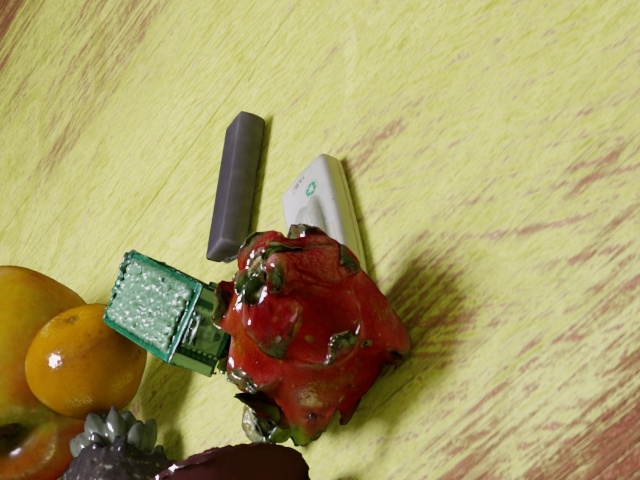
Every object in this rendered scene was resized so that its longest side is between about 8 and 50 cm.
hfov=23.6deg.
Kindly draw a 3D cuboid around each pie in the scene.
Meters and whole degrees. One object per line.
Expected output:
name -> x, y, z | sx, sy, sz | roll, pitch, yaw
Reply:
pie -> -0.064, 0.191, 1.746 | 0.084, 0.021, 0.084 | -32, 50, 48

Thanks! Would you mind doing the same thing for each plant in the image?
plant -> -0.243, 0.302, 1.859 | 0.129, 0.132, 0.194 | -48, 29, 26

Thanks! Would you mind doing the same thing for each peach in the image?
peach -> -0.444, 0.184, 2.108 | 0.308, 0.308, 0.332 | -53, 36, 26

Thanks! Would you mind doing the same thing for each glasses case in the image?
glasses case -> -0.110, -0.069, 1.966 | 0.072, 0.042, 0.191 | -32, 46, 57

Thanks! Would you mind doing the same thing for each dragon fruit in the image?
dragon fruit -> -0.035, 0.109, 1.568 | 0.269, 0.200, 0.198 | -49, 33, 33

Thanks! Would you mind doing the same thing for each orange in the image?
orange -> -0.293, 0.157, 1.935 | 0.159, 0.159, 0.136 | 31, 141, 60

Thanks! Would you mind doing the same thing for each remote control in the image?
remote control -> 0.001, 0.000, 1.730 | 0.090, 0.049, 0.230 | -48, 34, 29

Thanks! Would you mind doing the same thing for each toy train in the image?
toy train -> -0.147, 0.088, 1.815 | 0.269, 0.154, 0.115 | 20, 87, 61

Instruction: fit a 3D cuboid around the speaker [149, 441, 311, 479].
speaker -> -0.103, 0.393, 1.493 | 0.259, 0.198, 0.329 | -17, 53, 4
